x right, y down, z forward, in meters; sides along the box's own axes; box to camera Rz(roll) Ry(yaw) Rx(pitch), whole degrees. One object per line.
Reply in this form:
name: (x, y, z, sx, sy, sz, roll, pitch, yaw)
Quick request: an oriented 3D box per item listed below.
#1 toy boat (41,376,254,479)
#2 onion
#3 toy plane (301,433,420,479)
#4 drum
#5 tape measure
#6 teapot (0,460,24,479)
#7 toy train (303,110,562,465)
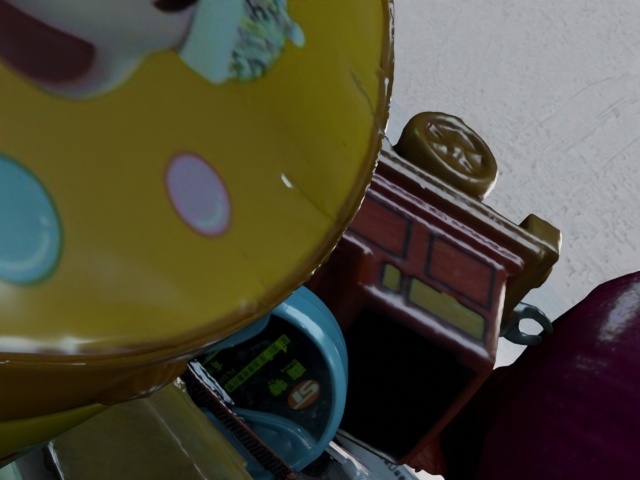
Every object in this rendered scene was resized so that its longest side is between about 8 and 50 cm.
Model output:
toy boat: (-0.045, 0.175, 0.833, 0.321, 0.089, 0.121, 55, 7, 21)
onion: (0.218, 0.170, 1.298, 0.420, 0.398, 0.398, 29, -4, 36)
toy plane: (0.030, 0.162, 1.191, 0.171, 0.065, 0.162, 59, 13, 19)
drum: (-0.187, -0.117, 0.493, 0.431, 0.214, 0.431, 30, 46, -38)
tape measure: (-0.048, 0.079, 0.992, 0.146, 0.125, 0.081, 50, 12, -12)
teapot: (-0.167, 0.037, 0.730, 0.149, 0.111, 0.108, 36, 6, -37)
toy train: (0.000, 0.000, 1.121, 0.369, 0.163, 0.231, 30, 32, -12)
